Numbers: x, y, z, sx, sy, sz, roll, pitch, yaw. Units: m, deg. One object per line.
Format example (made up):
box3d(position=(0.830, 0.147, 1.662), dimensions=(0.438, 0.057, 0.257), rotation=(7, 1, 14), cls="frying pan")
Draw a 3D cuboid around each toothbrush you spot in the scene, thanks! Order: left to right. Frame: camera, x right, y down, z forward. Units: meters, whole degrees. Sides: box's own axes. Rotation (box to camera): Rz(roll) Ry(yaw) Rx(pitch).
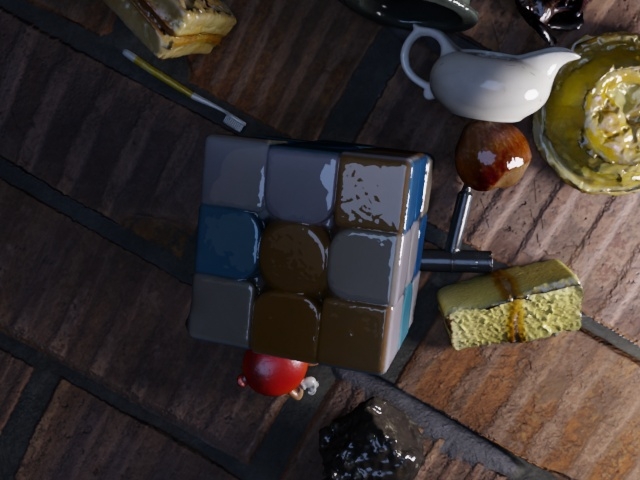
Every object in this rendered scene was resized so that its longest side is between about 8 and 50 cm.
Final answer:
box3d(position=(-0.275, -0.299, 1.392), dimensions=(0.288, 0.021, 0.024), rotation=(32, 92, 1), cls="toothbrush")

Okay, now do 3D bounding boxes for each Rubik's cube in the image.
box3d(position=(0.000, 0.000, 1.229), dimensions=(0.344, 0.346, 0.347), rotation=(9, 101, 13), cls="Rubik's cube")

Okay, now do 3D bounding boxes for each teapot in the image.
box3d(position=(0.283, -0.296, 1.235), dimensions=(0.299, 0.208, 0.166), rotation=(21, 125, 11), cls="teapot")

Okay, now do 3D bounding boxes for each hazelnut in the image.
box3d(position=(0.312, -0.163, 1.284), dimensions=(0.143, 0.154, 0.143), rotation=(15, 114, 36), cls="hazelnut")

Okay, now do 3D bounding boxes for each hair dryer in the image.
box3d(position=(0.251, -0.033, 1.371), dimensions=(0.173, 0.050, 0.195), rotation=(0, 95, 5), cls="hair dryer")

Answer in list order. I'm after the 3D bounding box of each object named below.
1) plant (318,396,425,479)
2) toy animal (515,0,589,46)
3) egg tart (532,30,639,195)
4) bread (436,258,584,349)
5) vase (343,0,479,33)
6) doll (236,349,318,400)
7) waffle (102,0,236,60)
box3d(position=(0.090, 0.440, 1.402), dimensions=(0.204, 0.178, 0.234), rotation=(36, 112, -12), cls="plant")
box3d(position=(0.375, -0.438, 1.237), dimensions=(0.179, 0.218, 0.116), rotation=(50, 121, 39), cls="toy animal")
box3d(position=(0.544, -0.230, 1.266), dimensions=(0.314, 0.120, 0.315), rotation=(1, 99, 5), cls="egg tart")
box3d(position=(0.366, 0.121, 1.355), dimensions=(0.265, 0.178, 0.142), rotation=(-15, 66, 6), cls="bread")
box3d(position=(0.177, -0.534, 1.201), dimensions=(0.244, 0.245, 0.292), rotation=(10, 95, 5), cls="vase")
box3d(position=(-0.069, 0.247, 1.434), dimensions=(0.217, 0.085, 0.183), rotation=(-34, 95, -7), cls="doll")
box3d(position=(-0.336, -0.495, 1.249), dimensions=(0.114, 0.261, 0.376), rotation=(-42, 94, 19), cls="waffle")
